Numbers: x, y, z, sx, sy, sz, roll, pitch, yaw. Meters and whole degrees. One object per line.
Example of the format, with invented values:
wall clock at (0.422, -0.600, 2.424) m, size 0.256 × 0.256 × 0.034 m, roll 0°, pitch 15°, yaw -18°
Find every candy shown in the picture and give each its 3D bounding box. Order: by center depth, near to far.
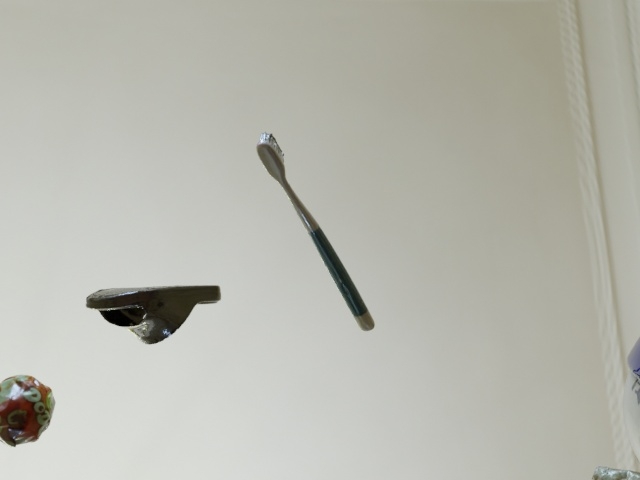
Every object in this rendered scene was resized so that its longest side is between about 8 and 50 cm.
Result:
candy at (-0.455, 0.212, 1.043) m, size 0.084 × 0.288 × 0.078 m, roll -63°, pitch -39°, yaw -48°

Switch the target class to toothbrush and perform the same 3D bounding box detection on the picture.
toothbrush at (0.000, 0.000, 0.835) m, size 0.025 × 0.019 × 0.275 m, roll -87°, pitch -26°, yaw -47°

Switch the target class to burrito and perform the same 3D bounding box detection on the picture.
burrito at (0.520, 0.393, 1.296) m, size 0.188 × 0.058 × 0.045 m, roll 8°, pitch -123°, yaw 16°

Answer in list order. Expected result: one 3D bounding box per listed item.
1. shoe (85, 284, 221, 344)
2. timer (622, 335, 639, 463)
shoe at (-0.251, 0.116, 1.306) m, size 0.241 × 0.108 × 0.093 m, roll -2°, pitch -90°, yaw -54°
timer at (0.356, 0.151, 0.475) m, size 0.383 × 0.270 × 0.270 m, roll 26°, pitch -105°, yaw -2°
